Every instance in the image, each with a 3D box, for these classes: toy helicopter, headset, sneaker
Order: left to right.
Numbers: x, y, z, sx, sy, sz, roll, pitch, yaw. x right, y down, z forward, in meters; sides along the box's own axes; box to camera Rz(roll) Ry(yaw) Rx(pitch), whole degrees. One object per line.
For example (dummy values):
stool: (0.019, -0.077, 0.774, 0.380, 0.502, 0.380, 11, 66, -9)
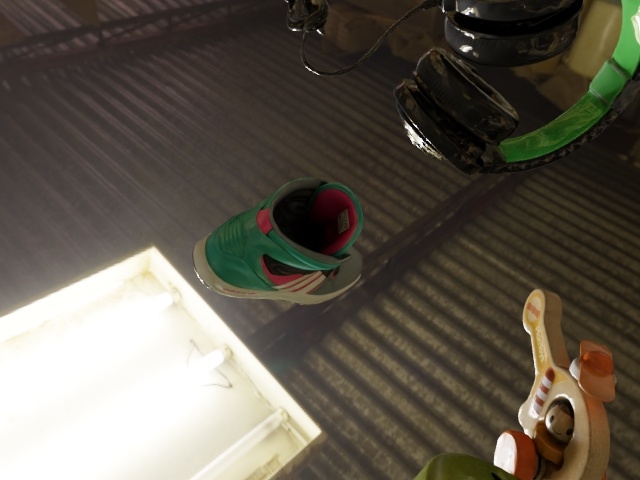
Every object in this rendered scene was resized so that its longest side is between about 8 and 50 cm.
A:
sneaker: (0.000, 0.000, 0.740, 0.295, 0.178, 0.124, 4, -117, -48)
headset: (0.152, -0.202, 0.573, 0.394, 0.243, 0.185, 3, -137, -22)
toy helicopter: (0.375, 0.210, 0.876, 0.140, 0.235, 0.355, 13, -135, -3)

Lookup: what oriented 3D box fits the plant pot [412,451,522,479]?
plant pot: (0.067, 0.351, 0.358, 0.366, 0.353, 0.366, 35, -173, -5)
